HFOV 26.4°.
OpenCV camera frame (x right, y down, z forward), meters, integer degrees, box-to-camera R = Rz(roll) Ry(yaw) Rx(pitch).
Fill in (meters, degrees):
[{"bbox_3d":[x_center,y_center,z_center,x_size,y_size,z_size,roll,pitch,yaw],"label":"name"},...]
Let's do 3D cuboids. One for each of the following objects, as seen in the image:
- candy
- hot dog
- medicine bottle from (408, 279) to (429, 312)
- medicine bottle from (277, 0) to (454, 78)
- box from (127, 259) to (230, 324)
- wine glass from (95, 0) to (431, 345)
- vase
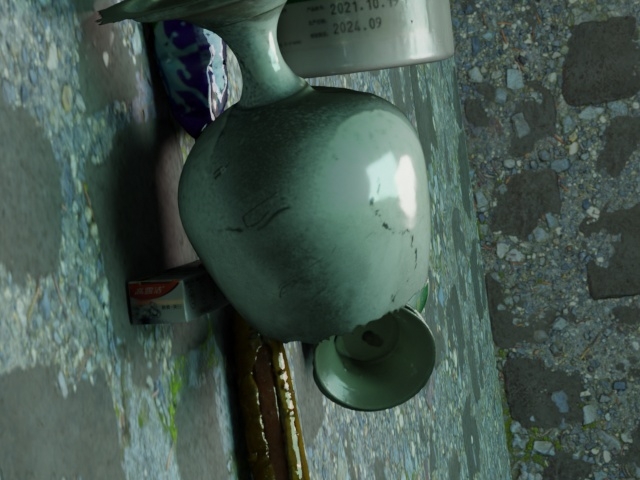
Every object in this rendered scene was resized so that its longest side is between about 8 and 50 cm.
[{"bbox_3d":[-0.126,-0.210,1.328,0.145,0.070,0.275,-62,140,-77],"label":"candy"},{"bbox_3d":[-0.051,0.200,1.448,0.088,0.061,0.286,102,-21,-85],"label":"hot dog"},{"bbox_3d":[0.065,0.086,1.839,0.274,0.133,0.133,-35,118,-75],"label":"medicine bottle"},{"bbox_3d":[0.041,-0.327,1.707,0.238,0.237,0.232,-34,118,-75],"label":"medicine bottle"},{"bbox_3d":[-0.117,0.044,1.279,0.218,0.055,0.040,-20,105,-75],"label":"box"},{"bbox_3d":[-0.032,-0.083,1.196,0.238,0.238,0.323,-63,135,-66],"label":"wine glass"},{"bbox_3d":[0.030,0.048,1.432,0.321,0.173,0.173,-114,-170,-65],"label":"vase"}]
